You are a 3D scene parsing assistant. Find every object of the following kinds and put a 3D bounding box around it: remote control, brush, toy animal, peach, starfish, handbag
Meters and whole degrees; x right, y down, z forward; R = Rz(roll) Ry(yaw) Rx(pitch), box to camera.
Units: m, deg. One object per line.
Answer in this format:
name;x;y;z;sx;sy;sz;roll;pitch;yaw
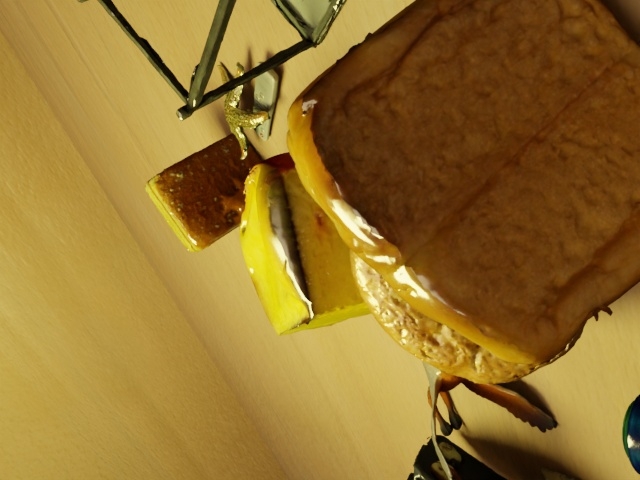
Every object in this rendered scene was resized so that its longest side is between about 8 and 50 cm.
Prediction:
remote control;-0.103;-0.258;0.957;0.050;0.027;0.184;51;156;13
brush;0.540;0.580;1.034;0.090;0.017;0.314;-3;122;58
toy animal;0.259;0.281;1.018;0.302;0.225;0.284;64;171;2
peach;0.000;0.000;0.897;0.380;0.242;0.306;115;134;-68
starfish;-0.164;-0.265;0.993;0.176;0.053;0.208;66;155;14
handbag;0.328;0.526;0.998;0.329;0.122;0.303;21;180;20

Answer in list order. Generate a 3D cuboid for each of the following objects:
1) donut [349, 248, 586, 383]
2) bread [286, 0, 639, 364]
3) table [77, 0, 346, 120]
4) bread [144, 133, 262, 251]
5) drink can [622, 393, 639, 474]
donut;0.188;0.031;0.669;0.317;0.150;0.299;16;111;11
bread;0.169;-0.078;0.492;0.328;0.337;0.148;46;169;3
table;-0.095;-0.358;0.579;0.222;0.272;0.335;50;151;-1
bread;-0.221;-0.103;1.084;0.184;0.234;0.110;56;154;-7
drink can;0.496;0.259;0.624;0.205;0.118;0.118;-5;120;55
